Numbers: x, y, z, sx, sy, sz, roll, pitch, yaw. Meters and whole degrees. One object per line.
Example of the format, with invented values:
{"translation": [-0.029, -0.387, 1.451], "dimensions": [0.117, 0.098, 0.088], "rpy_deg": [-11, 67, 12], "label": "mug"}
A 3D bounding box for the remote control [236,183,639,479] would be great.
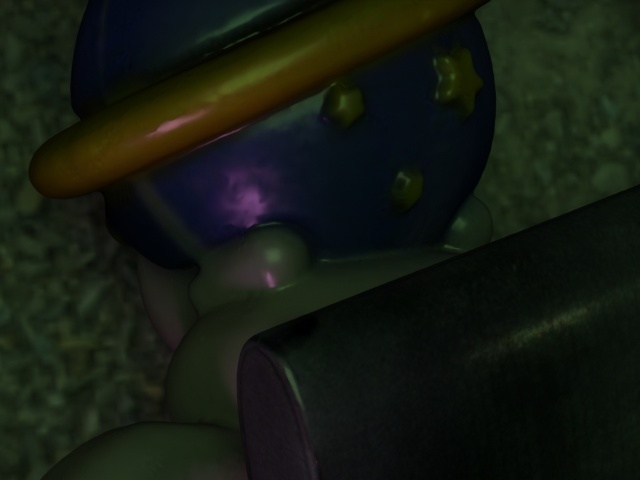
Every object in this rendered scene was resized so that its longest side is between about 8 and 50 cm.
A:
{"translation": [0.136, 0.024, 0.680], "dimensions": [0.377, 0.044, 0.107], "rpy_deg": [-21, 113, -34], "label": "remote control"}

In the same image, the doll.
{"translation": [-0.027, 0.009, 0.680], "dimensions": [0.311, 0.159, 0.242], "rpy_deg": [-34, 111, -41], "label": "doll"}
